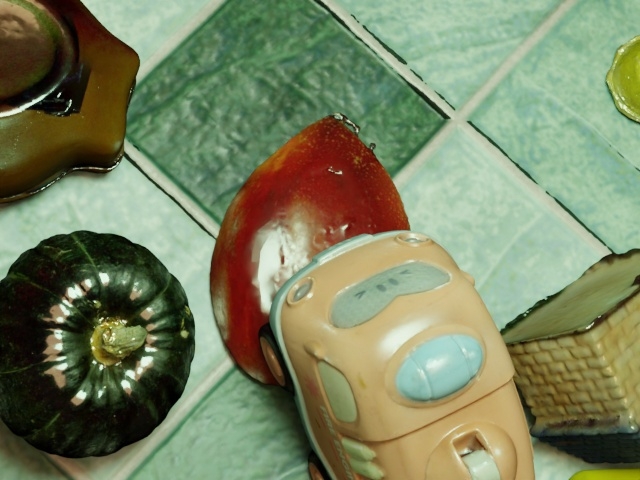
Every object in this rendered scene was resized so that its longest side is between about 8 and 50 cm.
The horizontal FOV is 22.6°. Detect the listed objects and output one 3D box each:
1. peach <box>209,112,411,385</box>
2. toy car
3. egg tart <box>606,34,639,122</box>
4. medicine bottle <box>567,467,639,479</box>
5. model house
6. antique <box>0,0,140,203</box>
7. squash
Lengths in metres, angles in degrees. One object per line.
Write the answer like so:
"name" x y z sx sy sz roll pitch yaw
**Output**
"peach" 0.001 0.000 1.473 0.189 0.068 0.279 11 72 -9
"toy car" 0.081 0.131 1.350 0.180 0.212 0.271 -24 104 -16
"egg tart" 0.338 -0.163 1.595 0.105 0.039 0.105 3 75 -11
"medicine bottle" 0.366 0.261 1.457 0.308 0.076 0.111 0 89 -10
"model house" 0.279 0.118 1.453 0.183 0.166 0.172 -34 98 -32
"antique" -0.301 -0.147 1.427 0.278 0.129 0.224 16 70 -8
"squash" -0.199 0.089 1.367 0.193 0.156 0.193 -1 99 -8
